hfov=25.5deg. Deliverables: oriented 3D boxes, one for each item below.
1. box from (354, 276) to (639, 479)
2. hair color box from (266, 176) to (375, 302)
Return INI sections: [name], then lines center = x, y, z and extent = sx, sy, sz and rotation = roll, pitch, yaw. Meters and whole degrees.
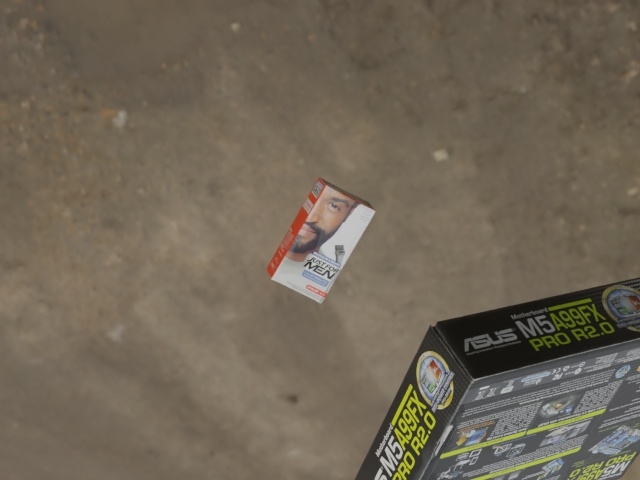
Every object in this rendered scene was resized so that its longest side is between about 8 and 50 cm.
[box]
center = 0.171, 0.134, 1.122
extent = 0.270, 0.060, 0.216
rotation = -10, 140, -31
[hair color box]
center = 0.000, 0.000, 2.145
extent = 0.093, 0.053, 0.167
rotation = 26, 100, -19
